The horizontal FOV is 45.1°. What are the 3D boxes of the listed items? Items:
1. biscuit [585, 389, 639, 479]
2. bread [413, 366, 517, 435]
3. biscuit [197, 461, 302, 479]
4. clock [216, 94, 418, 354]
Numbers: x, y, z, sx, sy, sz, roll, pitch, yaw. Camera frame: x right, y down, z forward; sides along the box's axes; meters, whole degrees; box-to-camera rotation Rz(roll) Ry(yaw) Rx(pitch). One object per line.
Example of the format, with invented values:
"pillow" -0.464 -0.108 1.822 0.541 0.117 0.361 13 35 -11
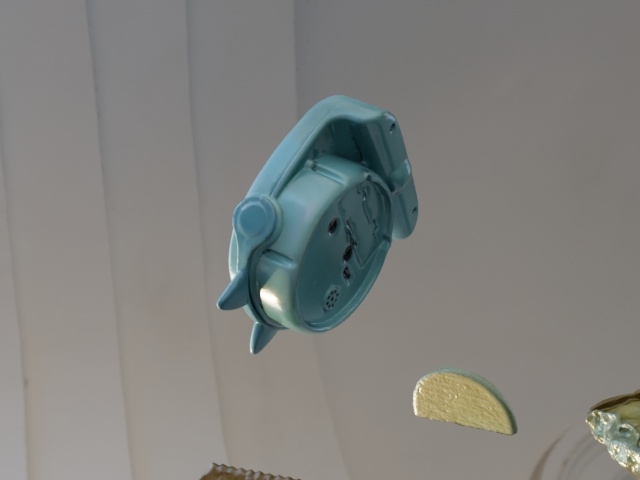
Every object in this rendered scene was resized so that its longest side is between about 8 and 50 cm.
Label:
"biscuit" 0.522 0.269 1.021 0.329 0.335 0.078 -15 -83 23
"bread" 0.239 0.260 1.308 0.036 0.193 0.112 -37 -59 -46
"biscuit" -0.091 0.382 0.877 0.232 0.237 0.013 4 -28 20
"clock" 0.000 0.000 0.844 0.274 0.094 0.223 -55 -32 -20
